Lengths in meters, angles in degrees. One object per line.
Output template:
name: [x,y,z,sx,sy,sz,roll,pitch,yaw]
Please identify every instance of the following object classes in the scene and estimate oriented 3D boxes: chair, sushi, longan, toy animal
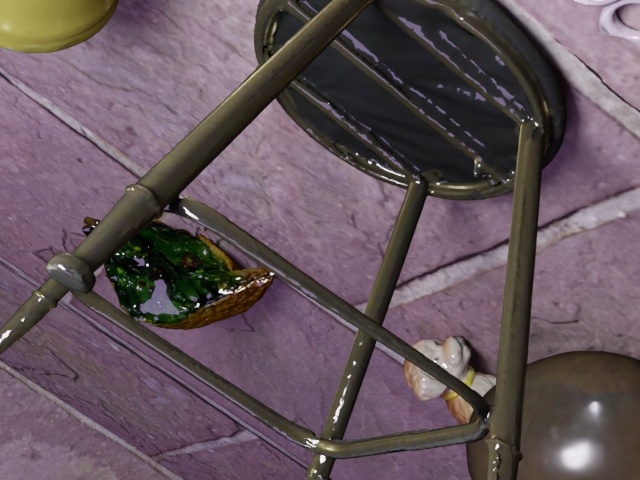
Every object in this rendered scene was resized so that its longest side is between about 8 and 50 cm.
chair: [0.000,0.000,0.924,0.364,0.410,0.362,36,153,-13]
sushi: [-0.204,0.054,1.505,0.287,0.149,0.140,22,149,26]
longan: [0.308,0.257,1.247,0.300,0.243,0.300,39,152,25]
toy animal: [0.175,0.207,1.455,0.185,0.104,0.184,29,156,-8]

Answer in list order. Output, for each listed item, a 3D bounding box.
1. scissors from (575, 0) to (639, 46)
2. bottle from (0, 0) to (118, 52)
scissors: [0.260,-0.192,0.780,0.100,0.015,0.189,41,149,-24]
bottle: [-0.229,-0.315,0.883,0.171,0.171,0.351,30,151,-1]
